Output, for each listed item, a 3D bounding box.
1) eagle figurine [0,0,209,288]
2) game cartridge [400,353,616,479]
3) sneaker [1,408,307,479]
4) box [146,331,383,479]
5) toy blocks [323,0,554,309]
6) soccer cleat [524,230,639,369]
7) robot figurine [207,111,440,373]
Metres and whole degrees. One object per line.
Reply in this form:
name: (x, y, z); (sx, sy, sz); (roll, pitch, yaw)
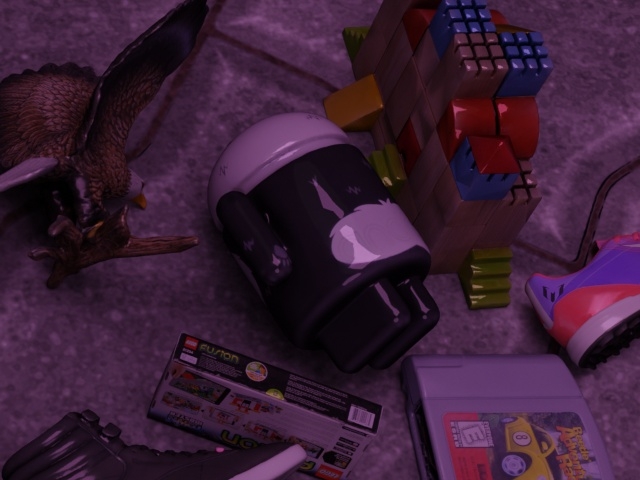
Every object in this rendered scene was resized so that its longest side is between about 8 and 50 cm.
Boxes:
eagle figurine: (-0.230, -0.106, 1.928); (0.226, 0.225, 0.298); (3, 66, -6)
game cartridge: (0.200, 0.245, 1.921); (0.196, 0.060, 0.294); (3, 56, -23)
sneaker: (-0.160, 0.208, 1.778); (0.296, 0.104, 0.147); (-20, 71, -25)
box: (-0.055, 0.165, 1.843); (0.207, 0.114, 0.036); (21, 52, -6)
toy blocks: (0.149, -0.154, 2.044); (0.191, 0.261, 0.381); (-3, 58, -22)
soccer cleat: (0.364, 0.024, 2.101); (0.318, 0.108, 0.116); (-29, 66, -31)
robot figurine: (0.000, 0.001, 1.943); (0.173, 0.209, 0.278); (-31, 71, -11)
